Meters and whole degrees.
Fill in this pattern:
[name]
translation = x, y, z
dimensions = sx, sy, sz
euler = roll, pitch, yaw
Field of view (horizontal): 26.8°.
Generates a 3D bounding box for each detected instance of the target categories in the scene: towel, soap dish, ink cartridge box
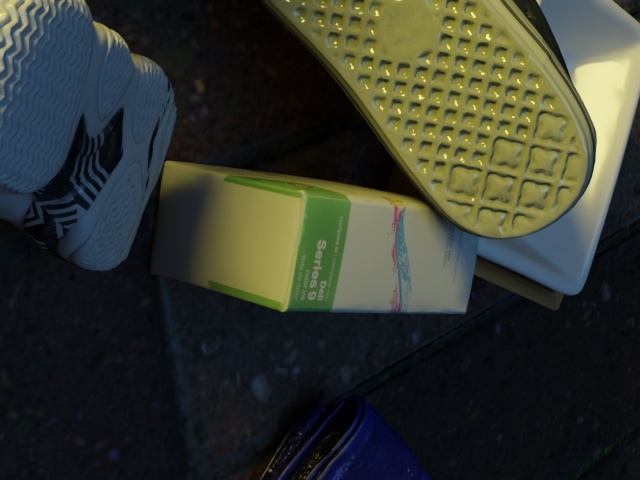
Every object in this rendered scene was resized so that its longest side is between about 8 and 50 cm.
[towel]
translation = 0.028, 0.298, 1.207
dimensions = 0.228, 0.076, 0.308
euler = -53, 133, -15
[soap dish]
translation = 0.179, -0.103, 1.232
dimensions = 0.229, 0.118, 0.291
euler = 22, 83, -47
[ink cartridge box]
translation = 0.000, 0.000, 1.039
dimensions = 0.212, 0.154, 0.093
euler = 2, 99, -47

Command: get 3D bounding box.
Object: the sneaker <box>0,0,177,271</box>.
[sneaker]
translation = -0.219, -0.088, 0.808
dimensions = 0.366, 0.210, 0.137
euler = 62, 48, -78

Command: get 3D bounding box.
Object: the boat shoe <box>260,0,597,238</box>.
[boat shoe]
translation = 0.036, -0.227, 0.986
dimensions = 0.500, 0.186, 0.156
euler = 55, 15, -13
